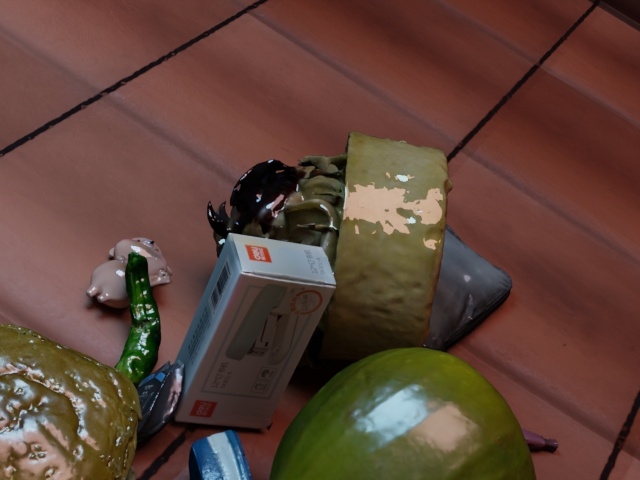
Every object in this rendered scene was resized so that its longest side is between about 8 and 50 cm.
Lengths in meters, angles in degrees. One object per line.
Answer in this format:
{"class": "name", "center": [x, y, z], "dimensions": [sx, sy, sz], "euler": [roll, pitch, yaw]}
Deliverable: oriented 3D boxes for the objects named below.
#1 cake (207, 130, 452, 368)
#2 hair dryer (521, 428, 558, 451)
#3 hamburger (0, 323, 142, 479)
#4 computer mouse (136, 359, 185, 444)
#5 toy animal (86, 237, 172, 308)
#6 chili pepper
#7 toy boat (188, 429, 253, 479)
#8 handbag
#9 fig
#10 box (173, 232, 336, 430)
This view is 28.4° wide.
{"class": "cake", "center": [-0.001, 0.005, 1.735], "dimensions": [0.321, 0.332, 0.332], "euler": [7, 38, 0]}
{"class": "hair dryer", "center": [0.283, 0.289, 1.812], "dimensions": [0.154, 0.054, 0.106], "euler": [4, 46, -34]}
{"class": "hamburger", "center": [-0.337, 0.221, 1.434], "dimensions": [0.284, 0.134, 0.265], "euler": [19, 35, -7]}
{"class": "computer mouse", "center": [-0.207, 0.206, 1.580], "dimensions": [0.047, 0.079, 0.135], "euler": [47, 52, -24]}
{"class": "toy animal", "center": [-0.267, 0.044, 1.748], "dimensions": [0.083, 0.089, 0.150], "euler": [60, 35, -6]}
{"class": "chili pepper", "center": [-0.237, 0.109, 1.659], "dimensions": [0.073, 0.050, 0.182], "euler": [31, 52, -56]}
{"class": "toy boat", "center": [-0.097, 0.358, 1.453], "dimensions": [0.061, 0.096, 0.299], "euler": [-3, 48, -19]}
{"class": "handbag", "center": [0.171, 0.074, 1.988], "dimensions": [0.191, 0.075, 0.332], "euler": [41, 35, 13]}
{"class": "fig", "center": [0.081, 0.285, 1.496], "dimensions": [0.316, 0.316, 0.316], "euler": [17, 37, -13]}
{"class": "box", "center": [-0.090, 0.121, 1.595], "dimensions": [0.135, 0.269, 0.079], "euler": [10, 36, -24]}
